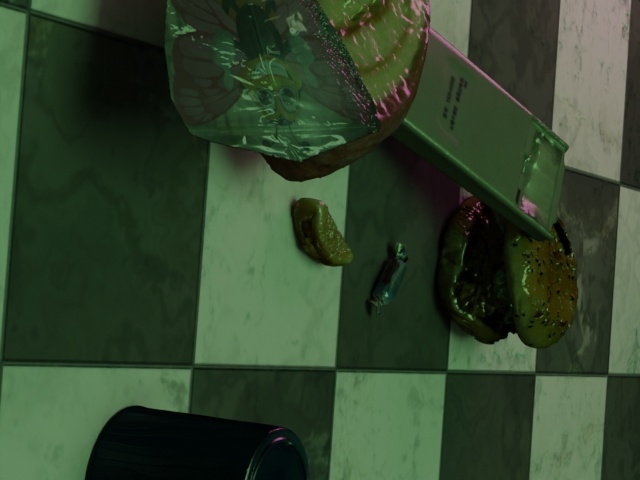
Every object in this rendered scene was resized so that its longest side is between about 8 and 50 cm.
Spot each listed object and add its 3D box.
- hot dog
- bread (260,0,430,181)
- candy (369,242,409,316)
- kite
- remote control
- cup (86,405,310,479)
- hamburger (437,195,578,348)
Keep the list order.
[{"bbox_3d":[0.000,0.000,1.661,0.034,0.030,0.090,-65,143,-33],"label":"hot dog"},{"bbox_3d":[0.006,-0.166,1.541,0.190,0.123,0.244,56,44,-14],"label":"bread"},{"bbox_3d":[0.068,0.037,1.798,0.083,0.020,0.030,-62,142,-35],"label":"candy"},{"bbox_3d":[-0.066,-0.228,1.402,0.204,0.022,0.360,-3,74,-44],"label":"kite"},{"bbox_3d":[0.152,-0.108,1.829,0.285,0.038,0.123,33,58,-38],"label":"remote control"},{"bbox_3d":[-0.096,0.203,1.393,0.113,0.138,0.150,61,42,-43],"label":"cup"},{"bbox_3d":[0.205,0.028,1.951,0.177,0.113,0.185,-47,133,-48],"label":"hamburger"}]
